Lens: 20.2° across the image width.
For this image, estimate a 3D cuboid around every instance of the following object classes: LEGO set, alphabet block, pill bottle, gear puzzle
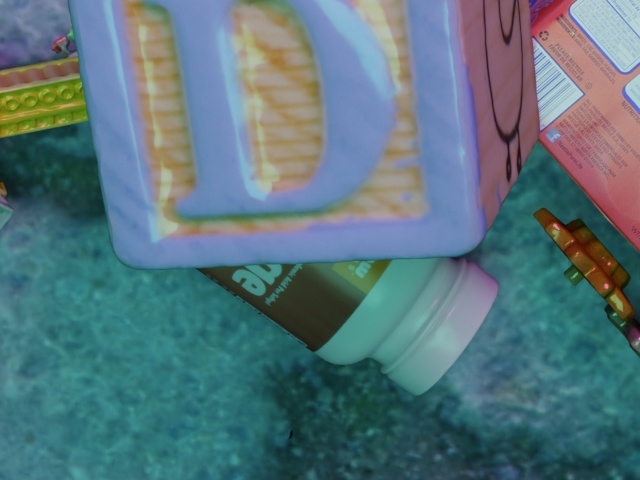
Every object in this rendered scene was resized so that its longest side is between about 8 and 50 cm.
[{"bbox_3d":[-0.211,-0.081,1.162,0.287,0.107,0.132,-39,133,9],"label":"LEGO set"},{"bbox_3d":[-0.001,-0.106,0.929,0.193,0.197,0.192,-1,110,16],"label":"alphabet block"},{"bbox_3d":[0.000,0.000,1.134,0.216,0.121,0.121,35,105,-5],"label":"pill bottle"},{"bbox_3d":[0.253,0.097,1.112,0.044,0.175,0.339,-43,97,7],"label":"gear puzzle"}]

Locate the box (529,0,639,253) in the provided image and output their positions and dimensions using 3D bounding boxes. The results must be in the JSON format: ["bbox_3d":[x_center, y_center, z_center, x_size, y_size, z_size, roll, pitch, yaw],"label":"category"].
[{"bbox_3d":[0.248,-0.053,1.086,0.154,0.142,0.300,-42,98,14],"label":"box"}]
